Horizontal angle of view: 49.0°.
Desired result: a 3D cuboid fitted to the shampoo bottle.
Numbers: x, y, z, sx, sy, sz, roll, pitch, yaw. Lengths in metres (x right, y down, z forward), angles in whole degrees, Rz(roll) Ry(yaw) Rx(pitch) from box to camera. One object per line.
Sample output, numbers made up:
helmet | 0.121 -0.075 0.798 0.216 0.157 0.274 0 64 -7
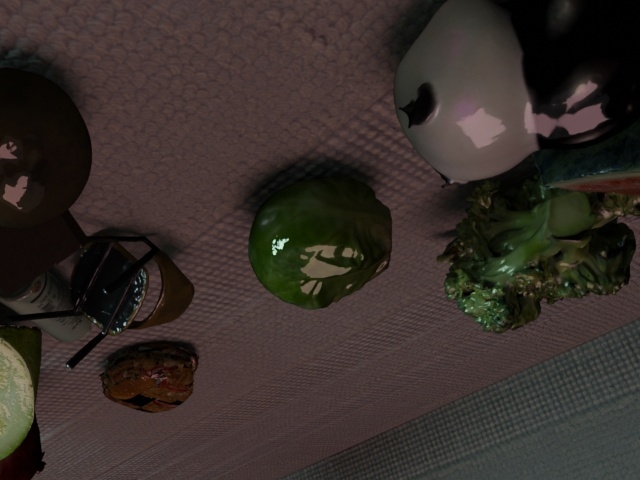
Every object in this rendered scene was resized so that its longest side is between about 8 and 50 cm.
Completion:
shampoo bottle | -0.472 0.116 1.237 0.085 0.085 0.262 -16 152 1

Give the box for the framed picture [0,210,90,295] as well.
framed picture | -0.426 -0.010 1.002 0.168 0.128 0.023 -29 -171 23

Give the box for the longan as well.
longan | -0.353 -0.106 0.817 0.167 0.167 0.187 -1 136 -25

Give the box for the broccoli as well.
broccoli | 0.407 -0.011 1.269 0.338 0.277 0.317 -8 159 -28

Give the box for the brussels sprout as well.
brussels sprout | 0.000 0.000 1.155 0.243 0.244 0.244 -12 152 -7

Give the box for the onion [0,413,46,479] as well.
onion | -0.749 0.428 1.428 0.341 0.342 0.341 -12 152 -7

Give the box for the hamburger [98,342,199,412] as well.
hamburger | -0.391 0.319 1.636 0.230 0.107 0.231 -6 148 -4

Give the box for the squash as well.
squash | -0.599 0.274 1.240 0.189 0.261 0.189 6 170 1

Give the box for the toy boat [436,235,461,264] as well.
toy boat | 0.380 0.003 1.460 0.292 0.109 0.099 -12 -176 5

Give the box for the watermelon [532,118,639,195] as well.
watermelon | 0.469 -0.125 1.013 0.283 0.250 0.293 -27 115 28

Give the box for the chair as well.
chair | -0.340 0.083 1.143 0.159 0.172 0.247 -59 168 18

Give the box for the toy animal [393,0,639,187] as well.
toy animal | 0.247 -0.203 0.884 0.309 0.251 0.251 -29 150 9
